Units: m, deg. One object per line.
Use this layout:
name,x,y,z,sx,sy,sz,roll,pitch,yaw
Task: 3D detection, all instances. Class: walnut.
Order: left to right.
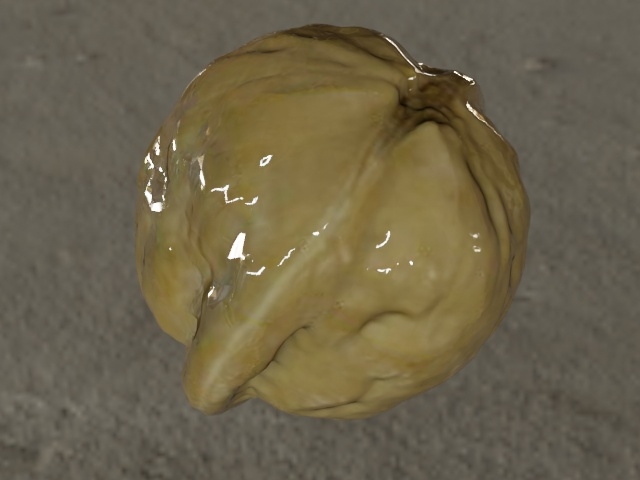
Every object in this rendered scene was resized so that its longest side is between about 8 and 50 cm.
walnut,0.001,-0.013,1.533,0.384,0.383,0.383,-4,23,2
